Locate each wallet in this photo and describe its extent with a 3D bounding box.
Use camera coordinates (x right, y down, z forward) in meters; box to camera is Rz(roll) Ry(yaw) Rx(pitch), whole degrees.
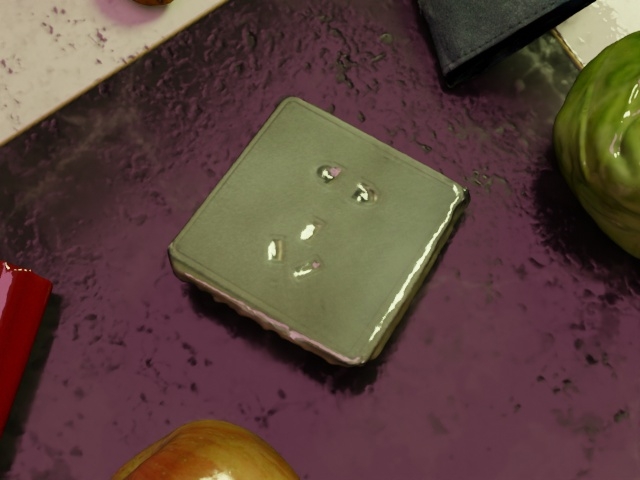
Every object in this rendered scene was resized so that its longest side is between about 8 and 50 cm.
[{"bbox_3d":[0.121,-0.347,1.350,0.046,0.191,0.379,-4,71,-46],"label":"wallet"}]

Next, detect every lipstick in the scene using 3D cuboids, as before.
[{"bbox_3d":[-0.301,0.156,1.271,0.073,0.073,0.279,15,76,5],"label":"lipstick"}]

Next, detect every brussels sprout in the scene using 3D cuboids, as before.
[{"bbox_3d":[0.306,-0.083,1.281,0.223,0.161,0.223,4,54,-5],"label":"brussels sprout"}]

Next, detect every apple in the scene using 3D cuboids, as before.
[{"bbox_3d":[-0.083,0.238,1.193,0.199,0.199,0.199,0,76,1],"label":"apple"}]

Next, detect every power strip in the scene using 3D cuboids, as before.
[{"bbox_3d":[0.000,0.000,1.307,0.198,0.064,0.213,31,65,10],"label":"power strip"}]

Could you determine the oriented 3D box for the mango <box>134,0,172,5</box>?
[{"bbox_3d":[-0.165,-0.251,1.386,0.060,0.046,0.089,-45,68,-5],"label":"mango"}]
